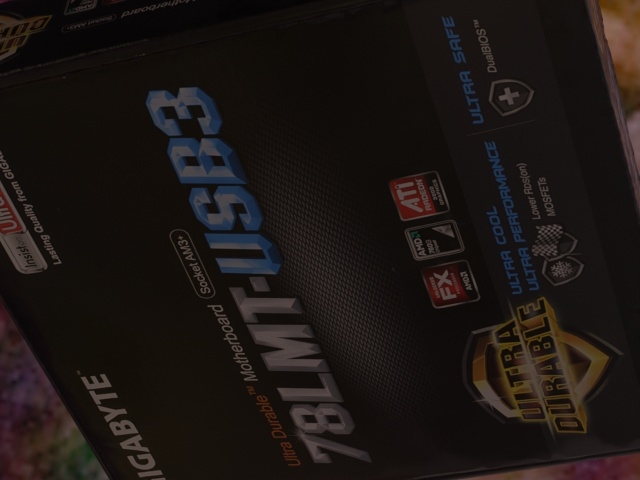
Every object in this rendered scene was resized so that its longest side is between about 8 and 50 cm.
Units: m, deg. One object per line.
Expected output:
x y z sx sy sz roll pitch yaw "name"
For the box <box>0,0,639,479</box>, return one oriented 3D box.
0.000 0.000 0.790 0.073 0.293 0.295 -87 161 -48 "box"
